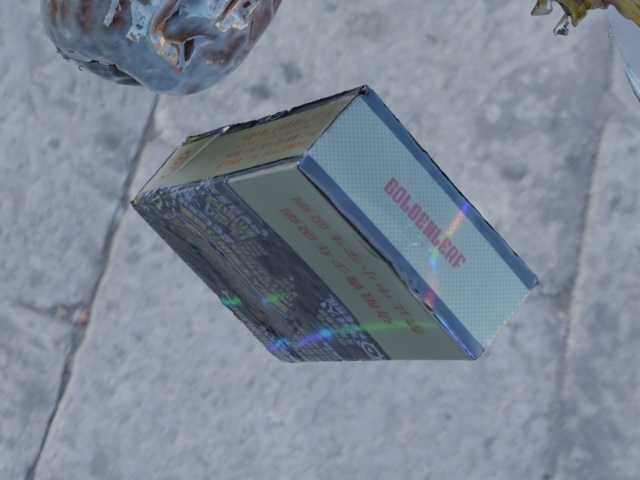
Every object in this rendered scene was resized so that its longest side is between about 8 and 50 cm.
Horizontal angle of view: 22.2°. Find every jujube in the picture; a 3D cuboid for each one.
[{"bbox_3d":[-0.142,-0.303,1.690,0.246,0.215,0.308,25,84,-28],"label":"jujube"}]

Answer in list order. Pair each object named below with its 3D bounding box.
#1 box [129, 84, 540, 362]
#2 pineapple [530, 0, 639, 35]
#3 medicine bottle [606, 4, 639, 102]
[{"bbox_3d":[0.000,0.000,1.235,0.198,0.310,0.084,47,67,-17],"label":"box"},{"bbox_3d":[0.108,-0.183,0.516,0.079,0.233,0.135,25,57,36],"label":"pineapple"},{"bbox_3d":[0.418,-0.239,1.289,0.378,0.213,0.213,-32,79,-26],"label":"medicine bottle"}]
